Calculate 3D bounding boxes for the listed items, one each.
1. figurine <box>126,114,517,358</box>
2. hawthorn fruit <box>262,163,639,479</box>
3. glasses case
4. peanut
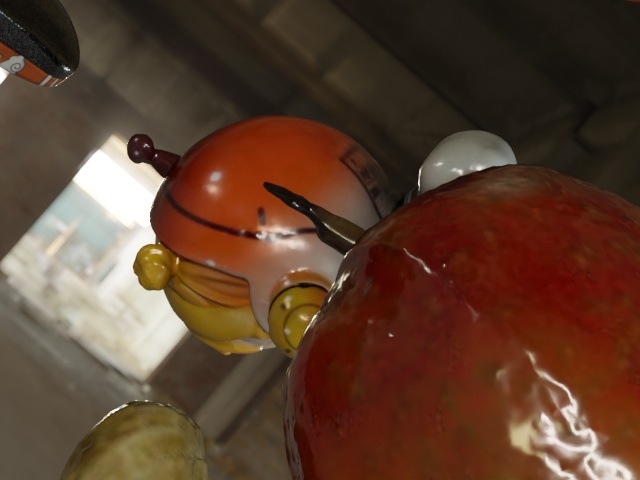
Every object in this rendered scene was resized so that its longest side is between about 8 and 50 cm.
[{"bbox_3d":[0.001,-0.005,1.366,0.323,0.196,0.320,-1,14,15],"label":"figurine"},{"bbox_3d":[0.074,0.077,0.838,0.300,0.254,0.254,39,-5,8],"label":"hawthorn fruit"},{"bbox_3d":[-0.294,-0.214,1.355,0.267,0.067,0.103,36,26,-45],"label":"glasses case"},{"bbox_3d":[-0.115,0.169,0.849,0.089,0.193,0.089,29,-18,11],"label":"peanut"}]
